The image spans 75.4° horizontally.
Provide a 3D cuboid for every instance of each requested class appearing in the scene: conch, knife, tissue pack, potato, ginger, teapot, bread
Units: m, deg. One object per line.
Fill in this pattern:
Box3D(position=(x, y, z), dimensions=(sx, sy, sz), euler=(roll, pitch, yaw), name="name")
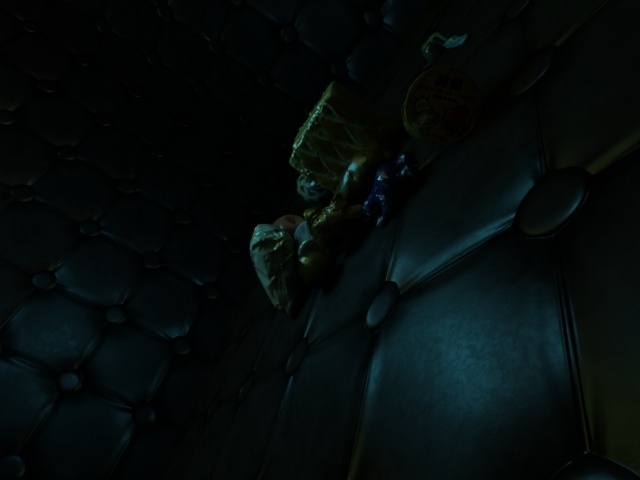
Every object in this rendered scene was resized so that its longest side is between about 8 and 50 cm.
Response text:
Box3D(position=(-0.012, -0.320, 2.385), dimensions=(0.368, 0.250, 0.197), euler=(-75, -25, -61), name="conch")
Box3D(position=(0.570, -0.841, 1.738), dimensions=(0.064, 0.031, 0.222), euler=(-51, 15, 16), name="knife")
Box3D(position=(-0.201, 0.116, 1.855), dimensions=(0.390, 0.195, 0.375), euler=(-133, 31, -71), name="tissue pack")
Box3D(position=(0.155, -0.218, 1.599), dimensions=(0.369, 0.177, 0.195), euler=(-55, 10, 39), name="potato")
Box3D(position=(0.084, -0.066, 1.527), dimensions=(0.270, 0.218, 0.123), euler=(-16, 7, 25), name="ginger")
Box3D(position=(0.519, -0.890, 1.903), dimensions=(0.124, 0.091, 0.092), euler=(-55, 15, 21), name="teapot")
Box3D(position=(0.092, -0.421, 1.824), dimensions=(0.371, 0.390, 0.279), euler=(-48, 13, 37), name="bread")

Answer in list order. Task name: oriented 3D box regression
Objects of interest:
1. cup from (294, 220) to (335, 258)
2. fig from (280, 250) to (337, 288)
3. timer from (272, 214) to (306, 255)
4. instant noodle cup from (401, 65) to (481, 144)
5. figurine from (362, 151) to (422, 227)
Box3D(position=(-0.015, -0.003, 1.754), dimensions=(0.202, 0.167, 0.221), euler=(-105, 38, -67), name="cup")
Box3D(position=(-0.034, 0.099, 1.569), dimensions=(0.148, 0.186, 0.142), euler=(-53, -4, -8), name="fig")
Box3D(position=(-0.149, -0.010, 2.103), dimensions=(0.229, 0.230, 0.214), euler=(-83, 7, -60), name="timer")
Box3D(position=(0.343, -0.387, 1.238), dimensions=(0.215, 0.216, 0.172), euler=(-58, 4, 6), name="instant noodle cup")
Box3D(position=(0.219, -0.178, 1.380), dimensions=(0.262, 0.121, 0.164), euler=(-55, 17, 27), name="figurine")
